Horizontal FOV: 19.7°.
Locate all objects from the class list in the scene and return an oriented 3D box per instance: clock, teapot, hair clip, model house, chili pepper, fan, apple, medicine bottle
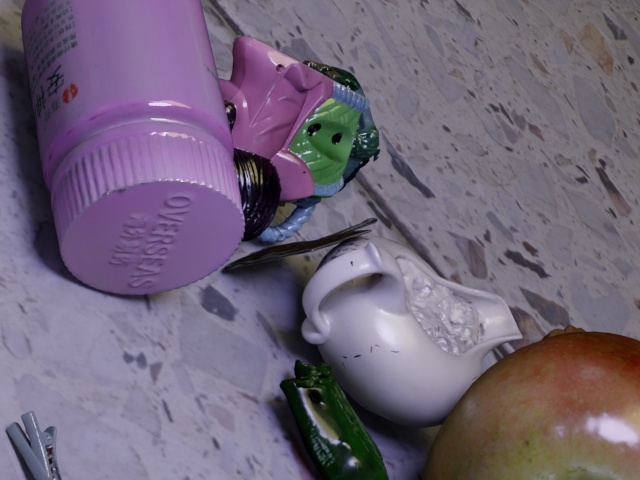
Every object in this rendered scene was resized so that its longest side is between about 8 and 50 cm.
[{"bbox_3d":[-0.051,-0.087,1.841,0.100,0.195,0.194,25,-1,42],"label":"clock"},{"bbox_3d":[0.078,0.082,1.835,0.299,0.166,0.208,33,40,-59],"label":"teapot"},{"bbox_3d":[-0.210,0.192,1.469,0.039,0.030,0.115,6,52,-51],"label":"hair clip"},{"bbox_3d":[-0.037,-0.132,1.981,0.148,0.119,0.148,10,48,-38],"label":"model house"},{"bbox_3d":[0.027,0.207,1.738,0.224,0.061,0.098,55,17,15],"label":"chili pepper"},{"bbox_3d":[0.000,0.000,1.868,0.220,0.132,0.009,-20,99,-57],"label":"fan"},{"bbox_3d":[0.257,0.237,1.767,0.319,0.319,0.277,44,21,-10],"label":"apple"},{"bbox_3d":[-0.175,-0.112,1.703,0.178,0.178,0.291,21,42,-40],"label":"medicine bottle"}]

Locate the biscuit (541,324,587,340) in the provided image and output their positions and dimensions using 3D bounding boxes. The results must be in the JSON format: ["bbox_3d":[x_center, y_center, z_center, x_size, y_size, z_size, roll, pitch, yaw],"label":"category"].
[{"bbox_3d":[0.312,0.170,2.167,0.170,0.050,0.170,35,26,-20],"label":"biscuit"}]
